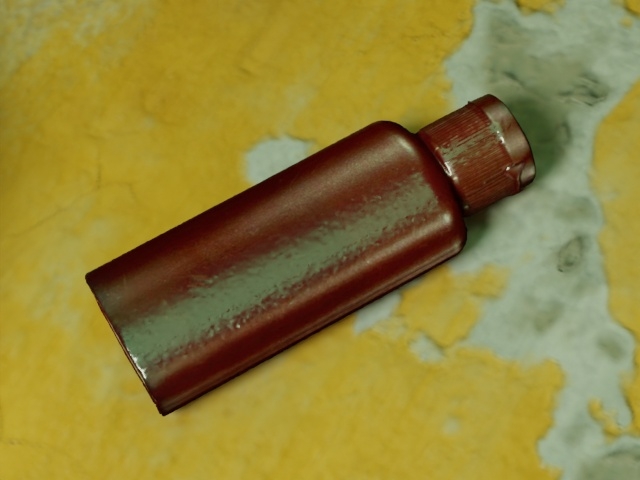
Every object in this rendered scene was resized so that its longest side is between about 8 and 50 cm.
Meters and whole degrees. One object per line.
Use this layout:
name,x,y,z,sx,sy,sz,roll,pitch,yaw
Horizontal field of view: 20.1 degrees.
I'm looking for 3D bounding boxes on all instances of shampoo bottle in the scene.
shampoo bottle,0.000,0.000,1.047,0.260,0.064,0.102,-28,56,-8
